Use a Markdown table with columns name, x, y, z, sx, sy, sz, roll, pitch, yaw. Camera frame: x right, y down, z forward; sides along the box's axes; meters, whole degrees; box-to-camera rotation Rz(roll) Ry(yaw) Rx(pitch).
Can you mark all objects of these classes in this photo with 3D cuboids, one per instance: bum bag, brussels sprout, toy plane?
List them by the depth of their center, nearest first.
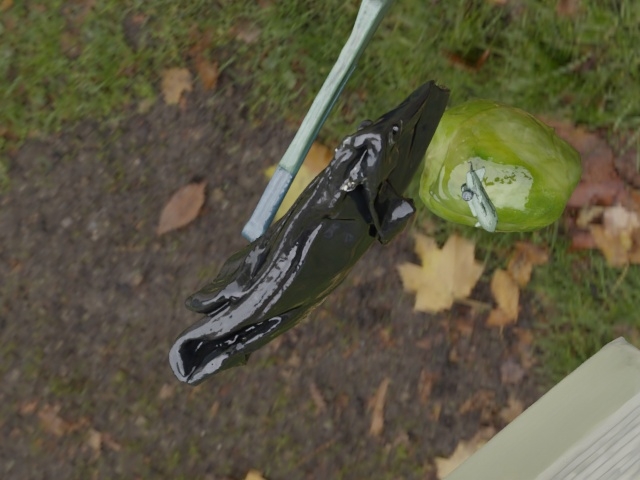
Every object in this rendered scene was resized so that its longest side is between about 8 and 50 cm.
| name | x | y | z | sx | sy | sz | roll | pitch | yaw |
| --- | --- | --- | --- | --- | --- | --- | --- | --- | --- |
| bum bag | 0.000 | 0.000 | 0.881 | 0.060 | 0.123 | 0.248 | 52 | 129 | 10 |
| toy plane | 0.178 | -0.046 | 1.621 | 0.033 | 0.080 | 0.083 | -15 | 108 | 8 |
| brussels sprout | 0.231 | -0.093 | 1.834 | 0.223 | 0.223 | 0.161 | 5 | 115 | 10 |

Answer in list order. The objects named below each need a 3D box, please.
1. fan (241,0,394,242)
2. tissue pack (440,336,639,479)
| name | x | y | z | sx | sy | sz | roll | pitch | yaw |
| --- | --- | --- | --- | --- | --- | --- | --- | --- | --- |
| fan | -0.002 | -0.074 | 0.890 | 0.016 | 0.038 | 0.193 | 36 | 119 | 10 |
| tissue pack | 0.103 | 0.274 | 0.643 | 0.380 | 0.207 | 0.297 | -39 | 99 | 1 |
